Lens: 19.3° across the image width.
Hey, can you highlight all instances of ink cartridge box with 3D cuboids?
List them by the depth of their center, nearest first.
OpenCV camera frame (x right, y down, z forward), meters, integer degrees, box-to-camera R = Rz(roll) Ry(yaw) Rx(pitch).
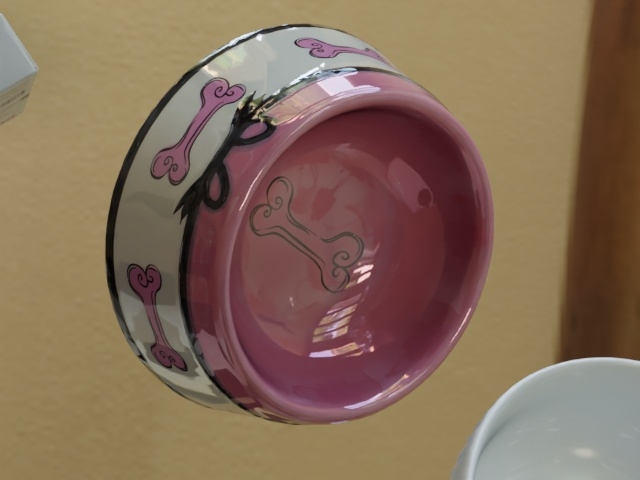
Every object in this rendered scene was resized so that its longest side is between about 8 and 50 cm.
[{"bbox_3d":[-0.422,-0.172,2.217,0.086,0.148,0.203,56,-17,0],"label":"ink cartridge box"}]

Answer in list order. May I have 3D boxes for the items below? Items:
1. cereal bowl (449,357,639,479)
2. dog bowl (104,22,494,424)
[{"bbox_3d":[0.239,0.268,1.482,0.339,0.339,0.141,65,-34,28],"label":"cereal bowl"},{"bbox_3d":[0.000,0.000,1.862,0.150,0.408,0.408,25,-73,50],"label":"dog bowl"}]
